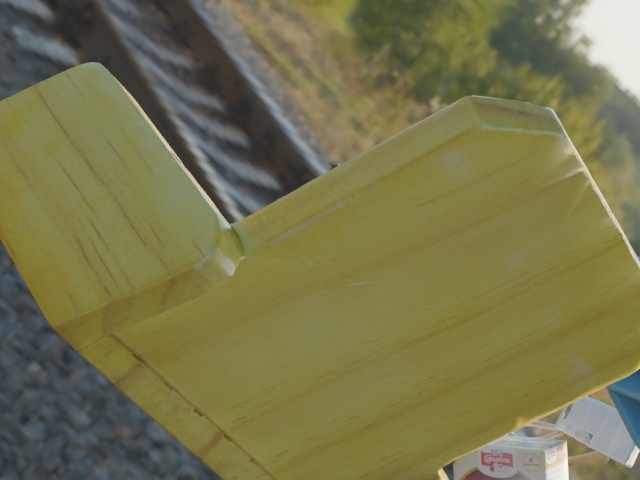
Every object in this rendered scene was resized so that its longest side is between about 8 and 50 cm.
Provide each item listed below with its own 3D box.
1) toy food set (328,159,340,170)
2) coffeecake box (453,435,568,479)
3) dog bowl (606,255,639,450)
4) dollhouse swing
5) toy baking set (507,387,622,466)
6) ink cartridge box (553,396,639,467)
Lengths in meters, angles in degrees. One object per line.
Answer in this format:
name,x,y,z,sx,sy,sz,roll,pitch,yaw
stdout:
toy food set,0.060,-0.096,2.466,0.078,0.019,0.122,14,-20,17
coffeecake box,0.257,0.359,2.090,0.142,0.185,0.068,0,5,36
dog bowl,0.382,0.158,1.737,0.297,0.074,0.166,62,-18,-19
dollhouse swing,0.000,0.000,1.056,0.315,0.305,0.347,51,1,44
toy baking set,0.374,0.261,2.281,0.197,0.256,0.030,12,39,12
ink cartridge box,0.374,0.249,2.074,0.115,0.062,0.029,26,-2,36
